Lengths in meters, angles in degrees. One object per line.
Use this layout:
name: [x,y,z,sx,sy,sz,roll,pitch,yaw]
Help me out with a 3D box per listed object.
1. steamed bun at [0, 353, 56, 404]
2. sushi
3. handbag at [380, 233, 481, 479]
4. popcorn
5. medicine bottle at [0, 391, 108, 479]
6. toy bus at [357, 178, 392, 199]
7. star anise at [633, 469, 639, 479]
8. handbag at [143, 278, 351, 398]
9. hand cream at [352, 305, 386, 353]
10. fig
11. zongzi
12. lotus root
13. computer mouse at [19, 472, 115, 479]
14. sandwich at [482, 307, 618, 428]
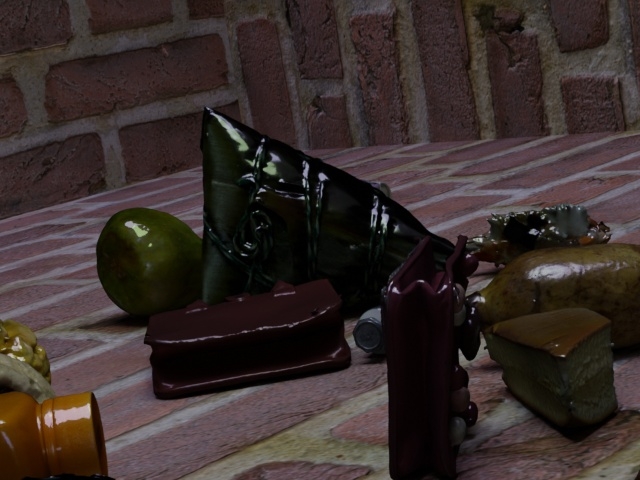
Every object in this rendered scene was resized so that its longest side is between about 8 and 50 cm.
steamed bun: [-0.358,0.191,1.809,0.155,0.140,0.172,3,9,-16]
sushi: [0.316,-0.006,2.447,0.226,0.103,0.097,-10,26,2]
handbag: [0.112,0.111,1.602,0.074,0.203,0.216,2,12,12]
popcorn: [-0.389,0.164,1.965,0.148,0.152,0.167,-43,17,-8]
medicine bottle: [-0.325,0.216,1.631,0.222,0.112,0.149,-9,8,-3]
toy bus: [0.017,-0.020,2.670,0.142,0.141,0.202,0,13,42]
star anise: [0.333,0.190,1.246,0.288,0.088,0.288,-23,4,2]
handbag: [-0.097,0.120,2.130,0.260,0.084,0.275,-12,9,-2]
hand cream: [0.115,0.099,2.141,0.091,0.058,0.271,0,7,27]
fig: [-0.251,0.039,2.540,0.167,0.167,0.233,-7,-13,13]
zongzi: [0.000,0.000,2.422,0.384,0.319,0.362,8,-3,-3]
lotus root: [0.286,0.070,1.914,0.260,0.128,0.145,-4,-5,-2]
computer mouse: [-0.223,0.247,1.463,0.146,0.077,0.242,-18,13,-37]
sandwich: [0.245,0.127,1.704,0.096,0.094,0.258,-11,8,-8]
